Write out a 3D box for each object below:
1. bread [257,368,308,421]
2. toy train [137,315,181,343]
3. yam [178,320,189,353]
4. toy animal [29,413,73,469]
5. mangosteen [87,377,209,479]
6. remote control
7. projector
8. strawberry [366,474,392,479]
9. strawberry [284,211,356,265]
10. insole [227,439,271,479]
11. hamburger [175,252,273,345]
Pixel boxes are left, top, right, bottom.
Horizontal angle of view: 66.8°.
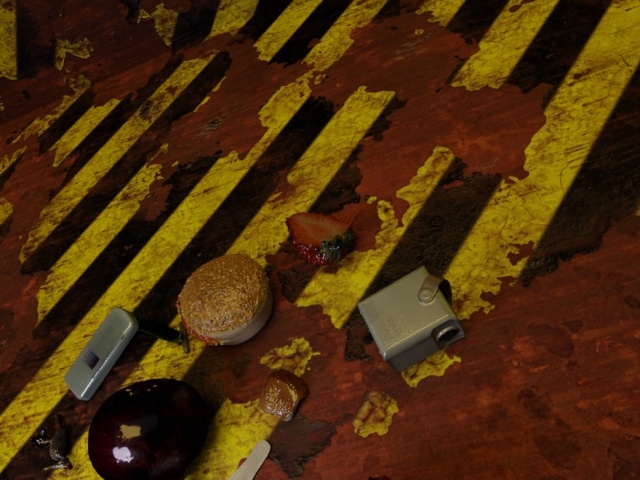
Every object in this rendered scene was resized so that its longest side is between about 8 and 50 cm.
[{"bbox_3d":[-0.105,0.415,1.314,0.129,0.044,0.126,18,68,28],"label":"bread"},{"bbox_3d":[-0.513,0.292,1.565,0.209,0.042,0.044,11,75,31],"label":"toy train"},{"bbox_3d":[-0.432,0.306,1.539,0.021,0.021,0.116,-28,52,3],"label":"yam"},{"bbox_3d":[-0.789,0.617,1.456,0.105,0.070,0.202,-34,45,-26],"label":"toy animal"},{"bbox_3d":[-0.435,0.505,1.258,0.297,0.293,0.297,-8,26,4],"label":"mangosteen"},{"bbox_3d":[-0.710,0.359,1.582,0.140,0.056,0.296,27,79,35],"label":"remote control"},{"bbox_3d":[0.240,0.195,1.237,0.242,0.163,0.177,-31,53,4],"label":"projector"},{"bbox_3d":[0.115,0.674,0.935,0.317,0.295,0.345,-36,83,-24],"label":"strawberry"},{"bbox_3d":[0.000,0.000,1.514,0.188,0.106,0.286,-28,34,-25],"label":"strawberry"},{"bbox_3d":[-0.194,0.601,1.246,0.063,0.010,0.192,26,72,34],"label":"insole"},{"bbox_3d":[-0.285,0.176,1.462,0.294,0.179,0.276,-40,51,-6],"label":"hamburger"}]
